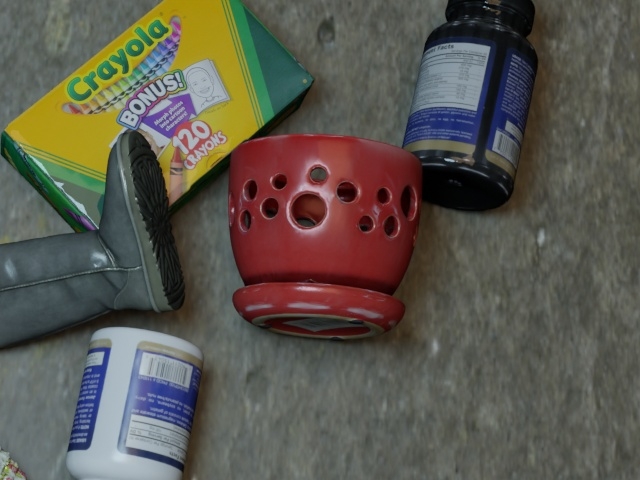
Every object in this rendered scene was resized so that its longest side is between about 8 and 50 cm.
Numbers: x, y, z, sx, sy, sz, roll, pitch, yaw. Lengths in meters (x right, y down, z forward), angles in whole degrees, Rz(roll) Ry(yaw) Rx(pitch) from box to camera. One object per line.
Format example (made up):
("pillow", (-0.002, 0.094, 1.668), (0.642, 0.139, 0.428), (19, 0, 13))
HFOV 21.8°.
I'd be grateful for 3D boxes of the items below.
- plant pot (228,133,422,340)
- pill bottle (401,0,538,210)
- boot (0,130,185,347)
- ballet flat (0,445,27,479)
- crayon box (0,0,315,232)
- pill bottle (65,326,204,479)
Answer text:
("plant pot", (0.000, 0.000, 1.618), (0.191, 0.191, 0.174), (7, 76, -10))
("pill bottle", (0.159, -0.152, 1.728), (0.122, 0.123, 0.219), (16, 71, -7))
("boot", (-0.245, 0.002, 1.568), (0.208, 0.076, 0.190), (-6, 97, 20))
("ballet flat", (-0.339, 0.297, 1.519), (0.077, 0.091, 0.241), (34, 73, -24))
("crayon box", (-0.164, -0.124, 1.674), (0.278, 0.081, 0.165), (-42, 87, -19))
("pill bottle", (-0.179, 0.185, 1.566), (0.112, 0.112, 0.187), (13, 72, -8))
